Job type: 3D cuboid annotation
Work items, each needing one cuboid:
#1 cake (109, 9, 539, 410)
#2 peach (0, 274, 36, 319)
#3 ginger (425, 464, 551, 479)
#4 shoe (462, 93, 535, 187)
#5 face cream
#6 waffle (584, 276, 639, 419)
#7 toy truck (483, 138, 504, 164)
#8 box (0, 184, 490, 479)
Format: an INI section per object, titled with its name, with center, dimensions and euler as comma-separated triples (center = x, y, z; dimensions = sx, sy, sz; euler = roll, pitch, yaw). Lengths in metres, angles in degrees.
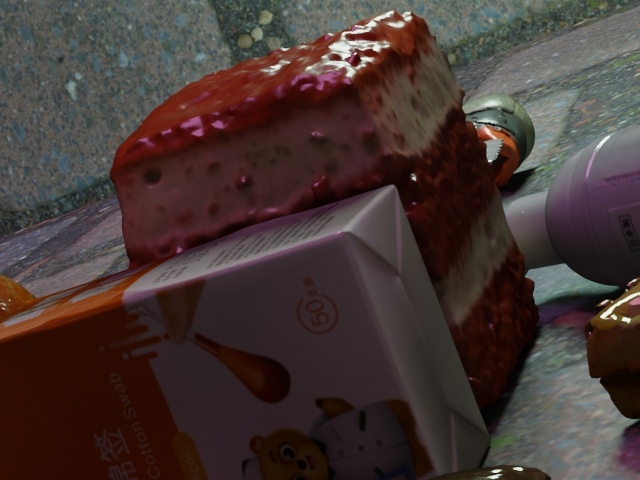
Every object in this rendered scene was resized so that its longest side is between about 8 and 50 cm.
[cake]
center = 0.000, 0.000, 1.357
dimensions = 0.269, 0.319, 0.270
euler = -17, 12, 21
[peach]
center = -0.372, 0.144, 1.710
dimensions = 0.232, 0.232, 0.257
euler = -18, 2, 21
[ginger]
center = 0.027, 0.198, 0.979
dimensions = 0.333, 0.080, 0.166
euler = -15, 1, 21
[shoe]
center = 0.114, -0.075, 2.075
dimensions = 0.336, 0.132, 0.171
euler = -17, 21, 14
[face cream]
center = 0.284, -0.031, 1.392
dimensions = 0.145, 0.145, 0.370
euler = -31, 12, -37
[waffle]
center = 0.354, 0.039, 1.057
dimensions = 0.224, 0.098, 0.328
euler = -28, 10, -34
[toy truck]
center = 0.092, -0.036, 1.917
dimensions = 0.286, 0.111, 0.136
euler = -18, 14, 18
[box]
center = -0.077, 0.121, 1.186
dimensions = 0.341, 0.225, 0.143
euler = -18, 9, 20
